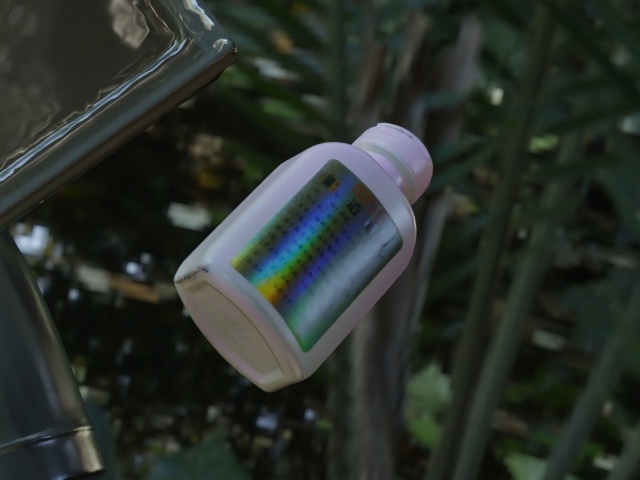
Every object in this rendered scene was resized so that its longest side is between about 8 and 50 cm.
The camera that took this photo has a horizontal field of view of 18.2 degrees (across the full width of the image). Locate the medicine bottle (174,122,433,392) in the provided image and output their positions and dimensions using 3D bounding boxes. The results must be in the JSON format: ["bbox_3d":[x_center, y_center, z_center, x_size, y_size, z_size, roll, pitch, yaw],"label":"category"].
[{"bbox_3d":[0.000,0.000,1.431,0.115,0.078,0.219,50,53,-9],"label":"medicine bottle"}]

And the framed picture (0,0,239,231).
[{"bbox_3d":[-0.296,-0.165,0.906,0.446,0.326,0.028,54,-4,7],"label":"framed picture"}]

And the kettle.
[{"bbox_3d":[-0.358,0.080,1.615,0.228,0.324,0.321,-24,-9,36],"label":"kettle"}]
